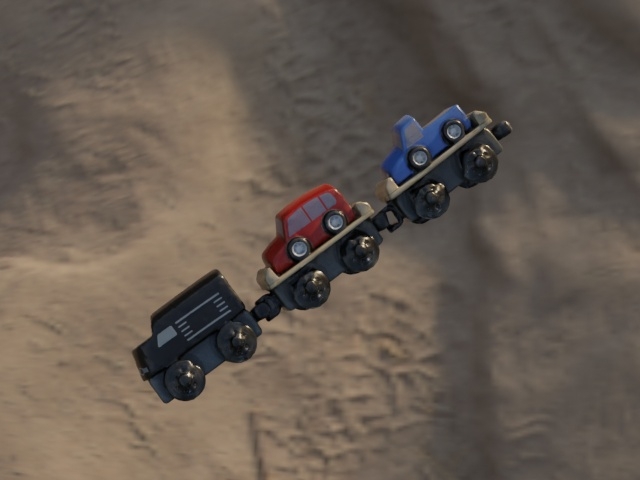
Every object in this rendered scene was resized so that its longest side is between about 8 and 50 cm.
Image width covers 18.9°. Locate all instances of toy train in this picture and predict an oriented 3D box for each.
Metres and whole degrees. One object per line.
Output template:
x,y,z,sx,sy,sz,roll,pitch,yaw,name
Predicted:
0.000,0.000,0.679,0.158,0.027,0.036,-36,92,-8,toy train
